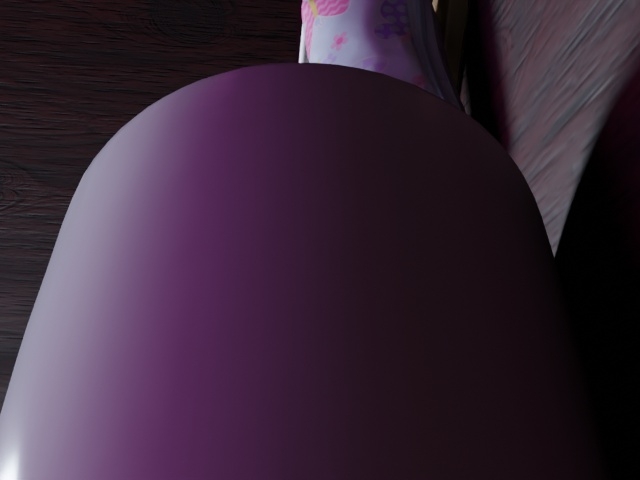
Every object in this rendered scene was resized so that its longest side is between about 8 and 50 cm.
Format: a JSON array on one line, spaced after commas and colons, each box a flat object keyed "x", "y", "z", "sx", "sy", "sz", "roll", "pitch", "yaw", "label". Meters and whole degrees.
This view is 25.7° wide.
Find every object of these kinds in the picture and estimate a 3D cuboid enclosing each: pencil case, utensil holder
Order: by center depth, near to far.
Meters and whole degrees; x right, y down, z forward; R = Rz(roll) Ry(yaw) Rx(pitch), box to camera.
[{"x": -0.008, "y": 0.131, "z": 0.713, "sx": 0.385, "sy": 0.327, "sz": 0.328, "roll": -88, "pitch": 4, "yaw": -55, "label": "utensil holder"}, {"x": 0.059, "y": -0.124, "z": 1.142, "sx": 0.113, "sy": 0.124, "sz": 0.273, "roll": 37, "pitch": -147, "yaw": -40, "label": "pencil case"}]

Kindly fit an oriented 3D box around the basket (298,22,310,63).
[{"x": 0.033, "y": -0.243, "z": 1.705, "sx": 0.103, "sy": 0.113, "sz": 0.167, "roll": -87, "pitch": 2, "yaw": -64, "label": "basket"}]

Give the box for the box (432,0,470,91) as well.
[{"x": 0.107, "y": -0.169, "z": 1.288, "sx": 0.164, "sy": 0.021, "sz": 0.201, "roll": -97, "pitch": 11, "yaw": -65, "label": "box"}]
